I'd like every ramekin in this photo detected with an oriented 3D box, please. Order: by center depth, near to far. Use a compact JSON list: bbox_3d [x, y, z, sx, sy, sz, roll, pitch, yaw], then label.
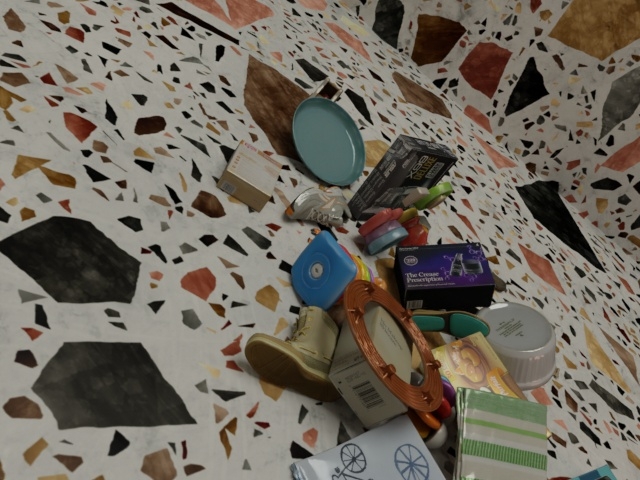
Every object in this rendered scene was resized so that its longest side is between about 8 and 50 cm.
[{"bbox_3d":[0.548,0.291,1.786,0.273,0.127,0.273,0,35,0],"label":"ramekin"}]

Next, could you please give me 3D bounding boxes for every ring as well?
[{"bbox_3d":[0.173,0.223,1.388,0.336,0.032,0.336,41,26,-25],"label":"ring"}]

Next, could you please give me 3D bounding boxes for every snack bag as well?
[{"bbox_3d":[0.139,0.545,1.249,0.342,0.037,0.323,-9,58,-39],"label":"snack bag"}]

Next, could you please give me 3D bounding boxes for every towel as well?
[{"bbox_3d":[0.411,0.518,1.422,0.248,0.038,0.325,16,64,-14],"label":"towel"}]

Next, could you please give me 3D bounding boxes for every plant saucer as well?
[{"bbox_3d":[0.023,-0.328,2.083,0.317,0.044,0.317,16,63,-36],"label":"plant saucer"}]

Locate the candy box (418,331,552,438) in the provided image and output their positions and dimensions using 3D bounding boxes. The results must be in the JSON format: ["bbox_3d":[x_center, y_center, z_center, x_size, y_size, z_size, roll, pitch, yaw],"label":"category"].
[{"bbox_3d":[0.413,0.406,1.586,0.183,0.087,0.316,-16,56,-22],"label":"candy box"}]

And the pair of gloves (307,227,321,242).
[{"bbox_3d":[0.000,0.000,1.794,0.074,0.010,0.083,32,35,-13],"label":"pair of gloves"}]

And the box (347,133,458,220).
[{"bbox_3d":[0.265,-0.191,2.011,0.242,0.307,0.076,4,44,-44],"label":"box"}]

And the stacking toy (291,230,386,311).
[{"bbox_3d":[0.081,0.104,1.651,0.302,0.166,0.175,17,27,-50],"label":"stacking toy"}]

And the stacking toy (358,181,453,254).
[{"bbox_3d":[0.290,-0.049,1.916,0.309,0.279,0.130,-14,72,-53],"label":"stacking toy"}]

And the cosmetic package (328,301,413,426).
[{"bbox_3d":[0.127,0.264,1.448,0.160,0.113,0.309,55,23,-15],"label":"cosmetic package"}]

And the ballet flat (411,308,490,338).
[{"bbox_3d":[0.361,0.226,1.749,0.232,0.080,0.073,6,15,14],"label":"ballet flat"}]

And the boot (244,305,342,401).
[{"bbox_3d":[-0.054,0.225,1.391,0.262,0.095,0.203,31,35,-26],"label":"boot"}]

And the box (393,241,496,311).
[{"bbox_3d":[0.362,0.105,1.842,0.261,0.103,0.184,-3,41,-3],"label":"box"}]

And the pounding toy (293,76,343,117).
[{"bbox_3d":[0.028,-0.479,2.252,0.155,0.154,0.269,39,33,-3],"label":"pounding toy"}]

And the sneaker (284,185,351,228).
[{"bbox_3d":[0.008,-0.087,1.831,0.262,0.099,0.121,-16,67,-51],"label":"sneaker"}]

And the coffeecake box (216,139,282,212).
[{"bbox_3d":[-0.198,-0.186,1.760,0.142,0.068,0.185,32,34,-13],"label":"coffeecake box"}]

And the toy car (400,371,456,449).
[{"bbox_3d":[0.262,0.390,1.485,0.159,0.136,0.182,43,33,4],"label":"toy car"}]

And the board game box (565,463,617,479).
[{"bbox_3d":[0.754,0.769,1.588,0.254,0.079,0.336,5,46,-41],"label":"board game box"}]

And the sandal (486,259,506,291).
[{"bbox_3d":[0.589,0.103,2.219,0.219,0.060,0.090,36,33,-8],"label":"sandal"}]

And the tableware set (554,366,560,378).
[{"bbox_3d":[0.727,0.392,2.057,0.141,0.020,0.168,-12,60,-51],"label":"tableware set"}]
